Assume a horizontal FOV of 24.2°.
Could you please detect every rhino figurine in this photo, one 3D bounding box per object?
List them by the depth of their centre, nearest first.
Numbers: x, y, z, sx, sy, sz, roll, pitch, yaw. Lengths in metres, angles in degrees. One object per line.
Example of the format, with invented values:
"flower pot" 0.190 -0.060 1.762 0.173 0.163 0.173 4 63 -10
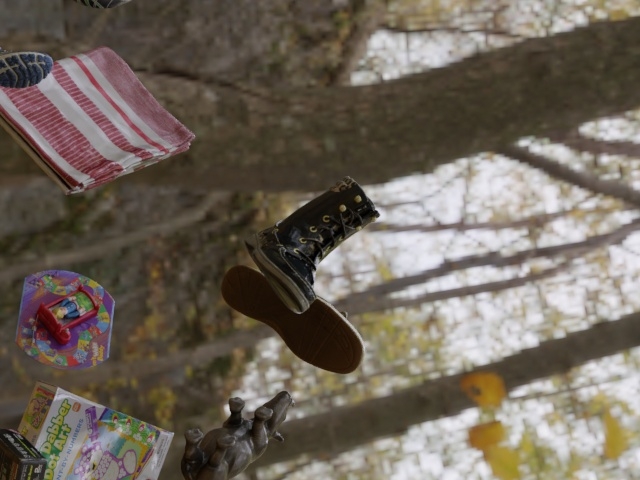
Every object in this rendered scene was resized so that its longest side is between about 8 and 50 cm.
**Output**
"rhino figurine" -0.110 0.276 2.098 0.073 0.243 0.106 29 -57 23

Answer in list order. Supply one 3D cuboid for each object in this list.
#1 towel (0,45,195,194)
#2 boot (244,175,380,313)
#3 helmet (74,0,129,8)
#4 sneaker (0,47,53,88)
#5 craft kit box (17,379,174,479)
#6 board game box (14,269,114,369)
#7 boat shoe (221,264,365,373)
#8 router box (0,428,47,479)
"towel" -0.369 -0.200 2.375 0.237 0.329 0.037 45 -57 9
"boot" -0.001 -0.002 1.987 0.085 0.178 0.236 57 -3 -20
"helmet" -0.319 -0.416 2.167 0.169 0.169 0.162 -8 -109 61
"sneaker" -0.399 -0.220 1.839 0.052 0.135 0.058 92 -15 -44
"craft kit box" -0.346 0.352 2.116 0.061 0.246 0.250 10 -104 44
"board game box" -0.354 0.102 2.096 0.033 0.133 0.169 121 -23 -47
"boat shoe" -0.033 0.126 2.498 0.285 0.089 0.105 34 -78 23
"router box" -0.383 0.306 1.841 0.092 0.038 0.122 29 -71 51
